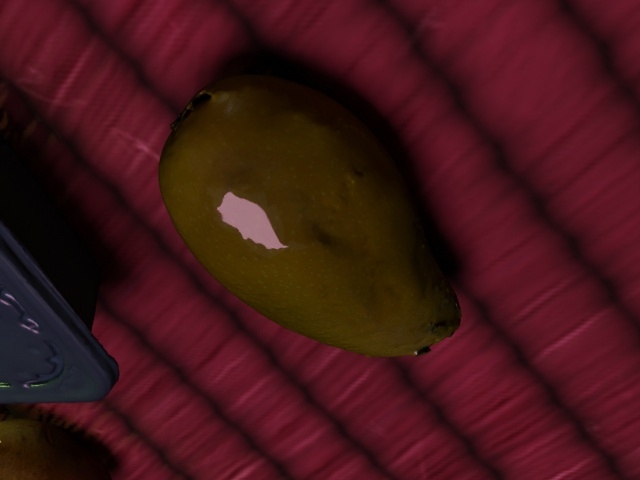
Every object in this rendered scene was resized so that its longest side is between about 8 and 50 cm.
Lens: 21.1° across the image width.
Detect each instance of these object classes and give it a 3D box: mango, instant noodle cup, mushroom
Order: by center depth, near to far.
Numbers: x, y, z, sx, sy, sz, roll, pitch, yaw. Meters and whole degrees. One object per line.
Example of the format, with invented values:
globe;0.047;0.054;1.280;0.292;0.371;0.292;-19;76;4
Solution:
mango;0.000;0.000;0.705;0.091;0.074;0.165;-19;131;36
instant noodle cup;-0.188;0.010;0.801;0.179;0.070;0.157;-4;139;26
mushroom;-0.160;0.157;0.979;0.088;0.073;0.129;-16;147;-10
